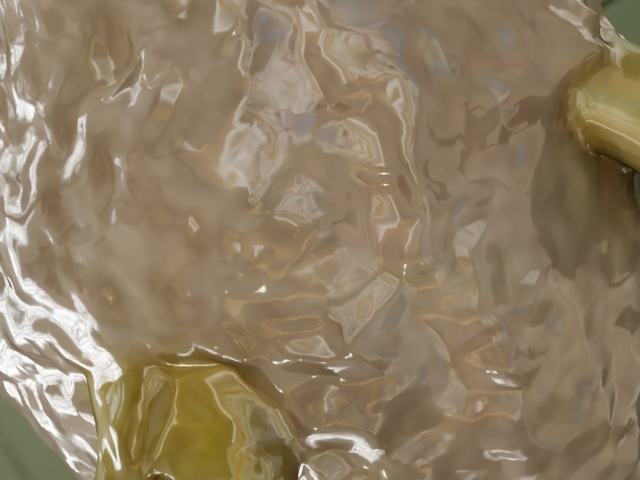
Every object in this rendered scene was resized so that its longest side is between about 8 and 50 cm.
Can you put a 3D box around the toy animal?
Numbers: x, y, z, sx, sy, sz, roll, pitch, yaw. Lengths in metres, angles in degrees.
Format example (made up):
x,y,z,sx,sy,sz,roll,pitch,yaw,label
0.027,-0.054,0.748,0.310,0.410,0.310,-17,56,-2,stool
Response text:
x,y,z,sx,sy,sz,roll,pitch,yaw,label
0.002,0.004,0.453,0.226,0.188,0.358,55,176,37,toy animal
